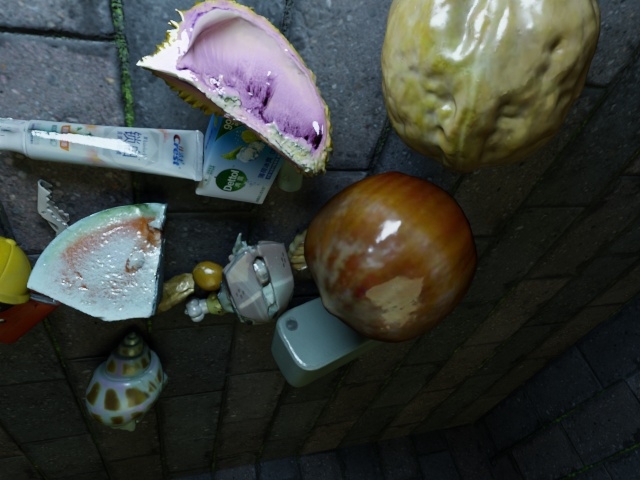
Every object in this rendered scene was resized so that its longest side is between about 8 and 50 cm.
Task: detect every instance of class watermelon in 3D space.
[{"bbox_3d":[-0.416,0.068,0.921,0.290,0.213,0.319,-9,143,-43],"label":"watermelon"}]

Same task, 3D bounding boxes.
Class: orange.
[{"bbox_3d":[-0.275,0.087,1.135,0.085,0.084,0.085,-10,142,-8],"label":"orange"}]

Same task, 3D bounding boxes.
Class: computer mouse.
[{"bbox_3d":[-0.146,0.110,1.130,0.200,0.115,0.388,-33,151,-22],"label":"computer mouse"}]

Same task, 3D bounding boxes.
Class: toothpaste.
[{"bbox_3d":[-0.369,-0.161,0.791,0.324,0.099,0.066,2,165,-19],"label":"toothpaste"}]

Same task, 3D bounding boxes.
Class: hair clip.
[{"bbox_3d":[-0.530,-0.033,0.925,0.072,0.034,0.225,-12,141,-4],"label":"hair clip"}]

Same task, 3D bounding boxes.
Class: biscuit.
[{"bbox_3d":[0.000,0.000,1.144,0.183,0.061,0.118,-17,141,-3],"label":"biscuit"}]

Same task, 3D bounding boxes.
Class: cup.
[{"bbox_3d":[-0.067,-0.154,0.946,0.054,0.075,0.083,-38,154,-38],"label":"cup"}]

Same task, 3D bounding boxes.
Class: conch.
[{"bbox_3d":[-0.564,0.425,1.359,0.368,0.197,0.249,-47,170,28],"label":"conch"}]

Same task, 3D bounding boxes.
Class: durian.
[{"bbox_3d":[-0.106,-0.238,0.728,0.341,0.191,0.112,28,155,-35],"label":"durian"}]

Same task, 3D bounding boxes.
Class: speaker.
[{"bbox_3d":[0.059,0.259,1.326,0.407,0.183,0.184,-19,151,-29],"label":"speaker"}]

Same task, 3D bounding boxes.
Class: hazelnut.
[{"bbox_3d":[0.155,0.027,0.984,0.367,0.365,0.365,-10,142,-8],"label":"hazelnut"}]

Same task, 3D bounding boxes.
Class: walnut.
[{"bbox_3d":[0.248,-0.265,0.724,0.307,0.305,0.343,-15,141,-3],"label":"walnut"}]

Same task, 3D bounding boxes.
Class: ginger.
[{"bbox_3d":[-0.411,0.149,1.160,0.206,0.081,0.115,-8,111,2],"label":"ginger"}]

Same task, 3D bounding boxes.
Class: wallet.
[{"bbox_3d":[-0.751,0.180,1.099,0.205,0.045,0.142,-34,139,20],"label":"wallet"}]

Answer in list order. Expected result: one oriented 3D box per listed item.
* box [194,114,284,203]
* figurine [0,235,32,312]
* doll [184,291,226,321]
[{"bbox_3d":[-0.147,-0.168,0.868,0.140,0.073,0.194,7,137,-28],"label":"box"},{"bbox_3d":[-0.702,0.086,0.901,0.257,0.167,0.192,-26,163,10],"label":"figurine"},{"bbox_3d":[-0.291,0.177,1.253,0.163,0.062,0.106,-13,138,-4],"label":"doll"}]
